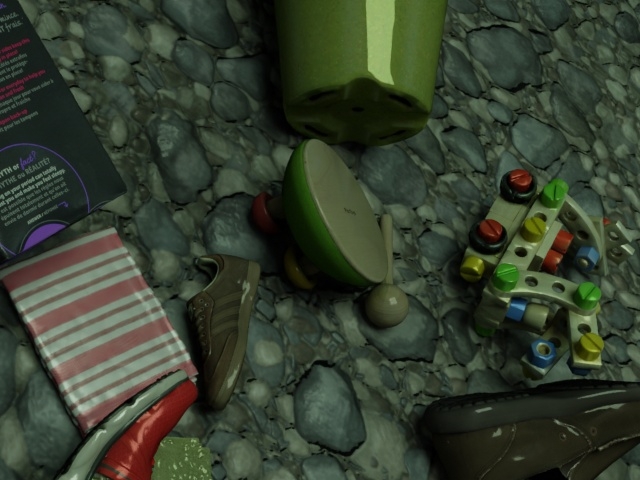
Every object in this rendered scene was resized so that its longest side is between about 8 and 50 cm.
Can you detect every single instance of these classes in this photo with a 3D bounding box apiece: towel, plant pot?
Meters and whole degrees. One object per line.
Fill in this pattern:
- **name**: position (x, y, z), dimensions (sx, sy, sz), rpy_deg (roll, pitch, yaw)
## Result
- **towel**: position (-0.226, 0.090, 1.200), dimensions (0.144, 0.029, 0.197), rpy_deg (-23, 77, -39)
- **plant pot**: position (0.048, -0.264, 1.478), dimensions (0.276, 0.276, 0.254), rpy_deg (13, 68, -28)
- **towel**: position (-0.153, 0.258, 1.144), dimensions (0.110, 0.027, 0.148), rpy_deg (10, 57, -31)

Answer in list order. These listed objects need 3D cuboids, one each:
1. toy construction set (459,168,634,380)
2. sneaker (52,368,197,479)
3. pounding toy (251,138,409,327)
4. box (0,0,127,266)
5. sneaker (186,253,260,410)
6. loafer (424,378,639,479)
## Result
- **toy construction set**: position (0.298, 0.029, 1.518), dimensions (0.215, 0.151, 0.328), rpy_deg (26, 38, 13)
- **sneaker**: position (-0.189, 0.243, 1.069), dimensions (0.118, 0.107, 0.279), rpy_deg (39, 64, -5)
- **pounding toy**: position (0.000, 0.000, 1.381), dimensions (0.237, 0.110, 0.183), rpy_deg (45, 26, -45)
- **box**: position (-0.340, -0.112, 1.128), dimensions (0.165, 0.143, 0.270), rpy_deg (-36, 100, -44)
- **sneaker**: position (-0.113, 0.095, 1.261), dimensions (0.071, 0.066, 0.188), rpy_deg (15, 48, -7)
- **loafer**: position (0.285, 0.238, 1.414), dimensions (0.365, 0.134, 0.130), rpy_deg (-2, 87, -25)
